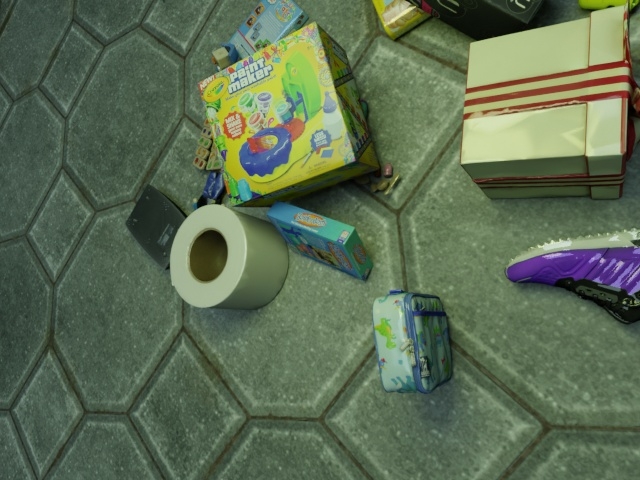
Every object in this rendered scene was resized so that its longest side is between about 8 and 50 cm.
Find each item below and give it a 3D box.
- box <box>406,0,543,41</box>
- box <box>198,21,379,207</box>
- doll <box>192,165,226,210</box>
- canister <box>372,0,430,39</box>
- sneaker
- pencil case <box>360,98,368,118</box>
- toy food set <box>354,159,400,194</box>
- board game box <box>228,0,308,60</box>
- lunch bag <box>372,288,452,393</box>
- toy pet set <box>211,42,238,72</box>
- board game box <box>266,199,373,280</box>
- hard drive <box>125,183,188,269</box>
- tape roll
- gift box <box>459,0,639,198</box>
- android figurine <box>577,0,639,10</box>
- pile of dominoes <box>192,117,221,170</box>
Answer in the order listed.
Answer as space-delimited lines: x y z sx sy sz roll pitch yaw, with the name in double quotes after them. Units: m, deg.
0.294 -0.504 0.843 0.270 0.165 0.143 32 98 7 "box"
-0.065 -0.245 0.951 0.290 0.177 0.279 -18 87 23 "box"
-0.308 -0.110 1.247 0.129 0.046 0.189 19 90 33 "doll"
0.213 -0.556 1.003 0.170 0.073 0.126 -25 79 27 "canister"
0.462 0.066 0.723 0.293 0.102 0.146 -12 75 28 "sneaker"
0.068 -0.255 1.037 0.064 0.070 0.152 5 82 43 "pencil case"
0.127 -0.151 1.014 0.122 0.019 0.078 41 102 38 "toy food set"
-0.152 -0.595 1.252 0.211 0.039 0.160 -44 62 18 "board game box"
0.172 0.179 0.804 0.090 0.219 0.176 -13 74 27 "lunch bag"
-0.266 -0.513 1.283 0.065 0.114 0.122 -30 66 -8 "toy pet set"
0.000 0.000 0.975 0.210 0.160 0.047 22 68 31 "board game box"
-0.478 -0.042 1.330 0.254 0.054 0.172 38 100 30 "hard drive"
-0.224 0.047 1.095 0.246 0.169 0.246 -6 78 30 "tape roll"
0.393 -0.224 0.733 0.258 0.255 0.276 3 86 33 "gift box"
0.558 -0.541 0.812 0.273 0.056 0.248 25 94 30 "android figurine"
-0.290 -0.318 1.247 0.196 0.040 0.251 0 72 38 "pile of dominoes"
